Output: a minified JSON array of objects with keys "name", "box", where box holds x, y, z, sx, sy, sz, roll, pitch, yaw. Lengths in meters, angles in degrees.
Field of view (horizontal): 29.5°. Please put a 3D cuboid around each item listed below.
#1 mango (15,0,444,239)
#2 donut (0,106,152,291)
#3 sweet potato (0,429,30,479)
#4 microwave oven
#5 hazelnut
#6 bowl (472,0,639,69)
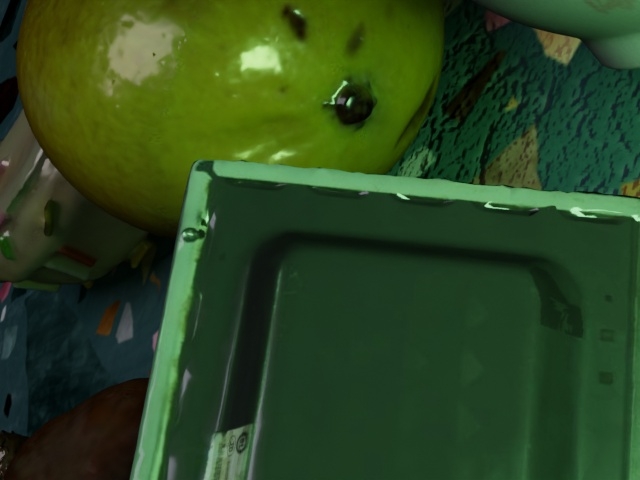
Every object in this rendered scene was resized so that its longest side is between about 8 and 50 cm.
[{"name":"mango","box":[-0.064,-0.167,0.890,0.301,0.220,0.445,-12,33,0]},{"name":"donut","box":[-0.211,-0.116,1.147,0.371,0.150,0.307,-62,28,9]},{"name":"sweet potato","box":[-0.351,0.261,1.203,0.273,0.075,0.075,-39,43,38]},{"name":"microwave oven","box":[0.037,0.182,0.522,0.286,0.219,0.355,85,-168,-65]},{"name":"hazelnut","box":[-0.147,0.191,0.862,0.186,0.210,0.210,16,85,51]},{"name":"bowl","box":[0.186,-0.184,0.614,0.345,0.345,0.157,-3,112,53]}]
